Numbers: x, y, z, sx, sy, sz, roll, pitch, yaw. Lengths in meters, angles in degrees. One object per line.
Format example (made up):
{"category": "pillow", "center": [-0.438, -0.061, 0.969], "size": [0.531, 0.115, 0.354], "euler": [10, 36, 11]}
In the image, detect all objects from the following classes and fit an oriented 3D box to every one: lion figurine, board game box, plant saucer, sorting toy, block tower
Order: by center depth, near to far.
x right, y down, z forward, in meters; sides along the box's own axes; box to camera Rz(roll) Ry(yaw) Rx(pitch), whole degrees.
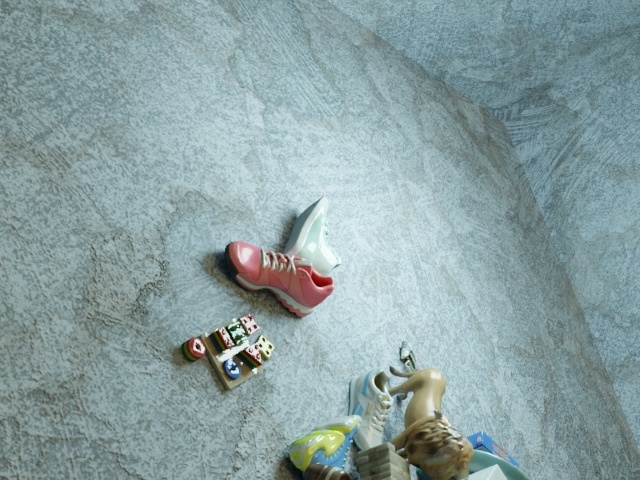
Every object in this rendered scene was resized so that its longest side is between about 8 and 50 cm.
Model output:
{"category": "sorting toy", "center": [-0.179, 0.237, 1.746], "size": [0.132, 0.046, 0.274], "euler": [61, 30, 5]}
{"category": "block tower", "center": [0.150, 0.626, 1.774], "size": [0.097, 0.091, 0.336], "euler": [41, 34, -38]}
{"category": "plant saucer", "center": [0.414, 0.651, 1.971], "size": [0.318, 0.317, 0.043], "euler": [54, 47, -6]}
{"category": "lion figurine", "center": [0.259, 0.430, 1.998], "size": [0.142, 0.240, 0.392], "euler": [31, 38, -29]}
{"category": "board game box", "center": [0.379, 0.586, 2.065], "size": [0.160, 0.210, 0.047], "euler": [44, 32, -23]}

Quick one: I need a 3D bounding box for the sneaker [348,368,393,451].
{"category": "sneaker", "center": [0.127, 0.421, 1.972], "size": [0.087, 0.092, 0.229], "euler": [34, 39, -37]}

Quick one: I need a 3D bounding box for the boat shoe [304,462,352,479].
{"category": "boat shoe", "center": [0.027, 0.540, 1.682], "size": [0.095, 0.095, 0.258], "euler": [-55, 145, -35]}

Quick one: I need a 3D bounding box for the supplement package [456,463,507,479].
{"category": "supplement package", "center": [0.323, 0.684, 1.843], "size": [0.198, 0.262, 0.199], "euler": [59, 31, 3]}

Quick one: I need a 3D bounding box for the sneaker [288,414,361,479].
{"category": "sneaker", "center": [0.022, 0.478, 1.792], "size": [0.240, 0.091, 0.126], "euler": [-13, 85, -51]}

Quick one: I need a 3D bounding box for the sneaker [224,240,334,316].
{"category": "sneaker", "center": [-0.092, 0.068, 1.936], "size": [0.313, 0.136, 0.116], "euler": [32, 38, -36]}

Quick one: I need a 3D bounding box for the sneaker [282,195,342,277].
{"category": "sneaker", "center": [0.000, 0.001, 2.166], "size": [0.151, 0.094, 0.256], "euler": [40, 44, -16]}

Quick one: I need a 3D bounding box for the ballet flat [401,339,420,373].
{"category": "ballet flat", "center": [0.251, 0.339, 2.278], "size": [0.041, 0.041, 0.114], "euler": [3, 59, -54]}
